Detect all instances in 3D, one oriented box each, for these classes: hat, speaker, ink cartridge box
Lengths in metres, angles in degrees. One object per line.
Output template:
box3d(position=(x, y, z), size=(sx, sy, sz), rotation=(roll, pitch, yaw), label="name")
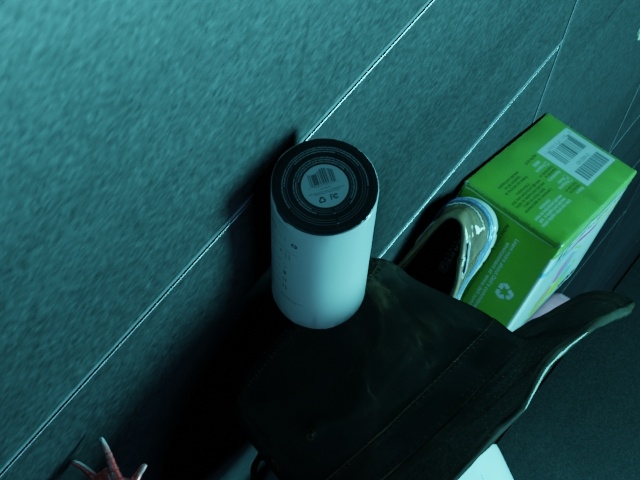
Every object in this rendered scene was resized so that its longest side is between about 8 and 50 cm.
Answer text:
box3d(position=(0.036, 0.088, 1.004), size=(0.331, 0.134, 0.331), rotation=(-38, 178, -2), label="hat")
box3d(position=(0.000, 0.000, 0.821), size=(0.055, 0.055, 0.136), rotation=(-49, 166, -19), label="speaker")
box3d(position=(0.146, 0.039, 1.348), size=(0.189, 0.097, 0.255), rotation=(-37, 158, -53), label="ink cartridge box")

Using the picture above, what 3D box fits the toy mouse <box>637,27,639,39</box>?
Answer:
box3d(position=(0.296, -0.238, 1.312), size=(0.143, 0.031, 0.161), rotation=(-58, 166, 17), label="toy mouse")

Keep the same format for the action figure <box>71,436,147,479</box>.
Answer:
box3d(position=(-0.135, 0.204, 0.835), size=(0.280, 0.139, 0.091), rotation=(-34, 174, 12), label="action figure")

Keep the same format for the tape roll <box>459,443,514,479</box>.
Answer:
box3d(position=(0.046, 0.277, 1.332), size=(0.286, 0.100, 0.286), rotation=(-21, 162, -7), label="tape roll")

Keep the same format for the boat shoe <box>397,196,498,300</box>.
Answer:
box3d(position=(0.072, 0.049, 1.205), size=(0.066, 0.066, 0.183), rotation=(-10, 125, -65), label="boat shoe")

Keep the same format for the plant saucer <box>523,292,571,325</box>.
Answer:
box3d(position=(0.187, 0.190, 1.911), size=(0.332, 0.084, 0.332), rotation=(-51, 167, -17), label="plant saucer")
